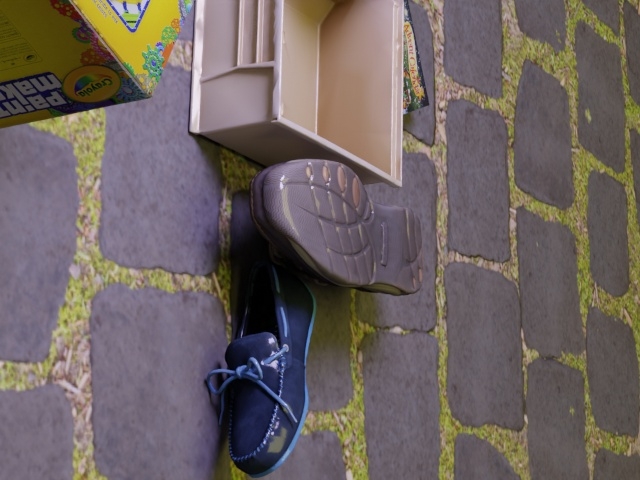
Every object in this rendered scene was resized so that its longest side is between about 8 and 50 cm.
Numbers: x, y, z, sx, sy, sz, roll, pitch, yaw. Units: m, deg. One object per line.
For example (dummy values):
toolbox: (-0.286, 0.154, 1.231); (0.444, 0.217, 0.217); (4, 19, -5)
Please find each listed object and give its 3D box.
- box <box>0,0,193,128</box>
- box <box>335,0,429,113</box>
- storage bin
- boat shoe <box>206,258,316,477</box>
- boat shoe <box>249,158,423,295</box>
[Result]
box: (-0.249, -0.247, 1.208); (0.177, 0.290, 0.279); (52, 43, -39)
box: (0.067, -0.273, 1.959); (0.159, 0.044, 0.233); (-25, 105, -57)
storage bin: (-0.020, -0.211, 1.732); (0.262, 0.123, 0.260); (23, 65, -54)
boat shoe: (-0.072, 0.133, 1.618); (0.089, 0.109, 0.258); (46, 30, -34)
boat shoe: (0.000, 0.000, 1.712); (0.355, 0.130, 0.132); (30, 59, -60)
